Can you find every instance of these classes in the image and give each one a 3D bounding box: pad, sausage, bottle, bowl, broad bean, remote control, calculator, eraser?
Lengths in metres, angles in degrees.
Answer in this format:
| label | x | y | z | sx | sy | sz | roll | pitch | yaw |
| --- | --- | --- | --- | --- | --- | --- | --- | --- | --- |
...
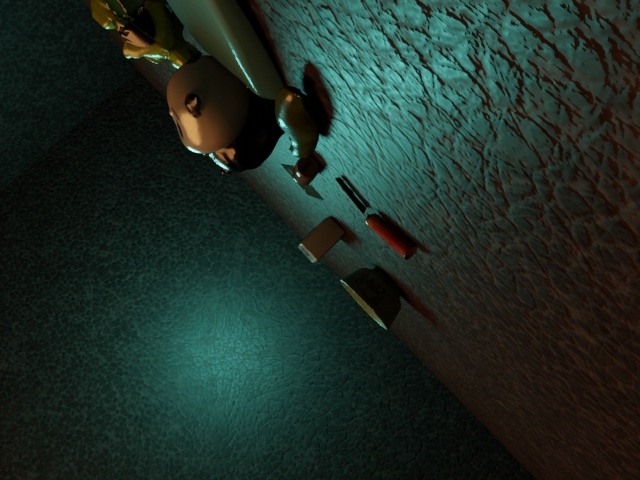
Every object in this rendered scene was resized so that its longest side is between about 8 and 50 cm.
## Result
| label | x | y | z | sx | sy | sz | roll | pitch | yaw |
| --- | --- | --- | --- | --- | --- | --- | --- | --- | --- |
| pad | -0.055 | -0.170 | 1.711 | 0.127 | 0.004 | 0.190 | 48 | 174 | -17 |
| sausage | 0.133 | -0.014 | 1.164 | 0.129 | 0.034 | 0.034 | 45 | 175 | 31 |
| bottle | -0.035 | -0.157 | 1.345 | 0.053 | 0.053 | 0.140 | 47 | 175 | -4 |
| bowl | 0.168 | 0.161 | 1.819 | 0.211 | 0.112 | 0.211 | 46 | 176 | 4 |
| broad bean | -0.037 | -0.189 | 1.012 | 0.075 | 0.067 | 0.325 | 55 | 174 | 6 |
| remote control | 0.063 | -0.094 | 1.222 | 0.091 | 0.016 | 0.034 | 49 | -170 | -20 |
| calculator | -0.187 | -0.374 | 0.912 | 0.256 | 0.054 | 0.386 | 44 | 174 | 29 |
| eraser | 0.000 | 0.000 | 1.892 | 0.081 | 0.124 | 0.279 | 46 | 175 | 0 |

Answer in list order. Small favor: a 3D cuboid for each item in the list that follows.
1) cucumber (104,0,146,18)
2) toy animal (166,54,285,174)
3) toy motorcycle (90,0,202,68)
| label | x | y | z | sx | sy | sz | roll | pitch | yaw |
| --- | --- | --- | --- | --- | --- | --- | --- | --- | --- |
| cucumber | -0.407 | -0.539 | 1.002 | 0.105 | 0.145 | 0.325 | 10 | 149 | 34 |
| toy animal | -0.198 | -0.252 | 1.166 | 0.235 | 0.165 | 0.187 | 30 | -137 | -55 |
| toy motorcycle | -0.376 | -0.461 | 1.254 | 0.342 | 0.142 | 0.206 | 47 | -175 | 27 |
